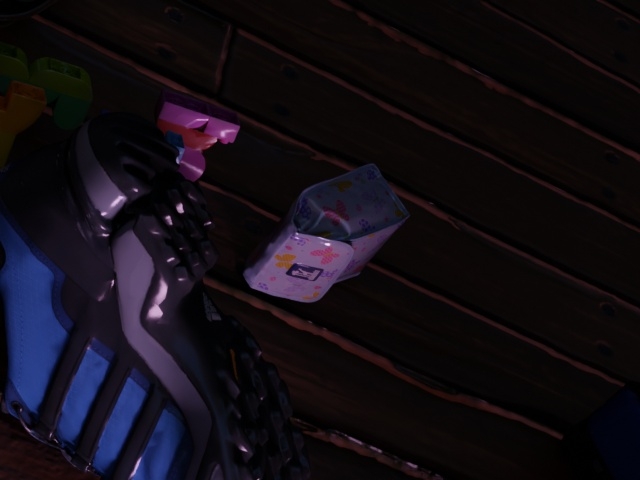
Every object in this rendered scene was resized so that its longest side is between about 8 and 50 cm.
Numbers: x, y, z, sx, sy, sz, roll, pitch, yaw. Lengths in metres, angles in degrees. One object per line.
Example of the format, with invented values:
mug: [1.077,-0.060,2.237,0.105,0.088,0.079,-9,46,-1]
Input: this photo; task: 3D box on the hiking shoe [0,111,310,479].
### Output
hiking shoe: [-0.096,0.087,1.034,0.113,0.132,0.304,-30,101,-72]

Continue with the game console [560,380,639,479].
game console: [0.291,0.198,1.159,0.250,0.173,0.293,-21,77,-38]

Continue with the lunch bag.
lunch bag: [0.000,0.000,1.155,0.083,0.071,0.053,-19,70,-40]

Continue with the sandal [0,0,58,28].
sandal: [-0.160,-0.171,1.064,0.303,0.086,0.120,-55,140,-59]

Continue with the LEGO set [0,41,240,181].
LEGO set: [-0.163,-0.048,1.080,0.227,0.093,0.087,17,24,-18]
